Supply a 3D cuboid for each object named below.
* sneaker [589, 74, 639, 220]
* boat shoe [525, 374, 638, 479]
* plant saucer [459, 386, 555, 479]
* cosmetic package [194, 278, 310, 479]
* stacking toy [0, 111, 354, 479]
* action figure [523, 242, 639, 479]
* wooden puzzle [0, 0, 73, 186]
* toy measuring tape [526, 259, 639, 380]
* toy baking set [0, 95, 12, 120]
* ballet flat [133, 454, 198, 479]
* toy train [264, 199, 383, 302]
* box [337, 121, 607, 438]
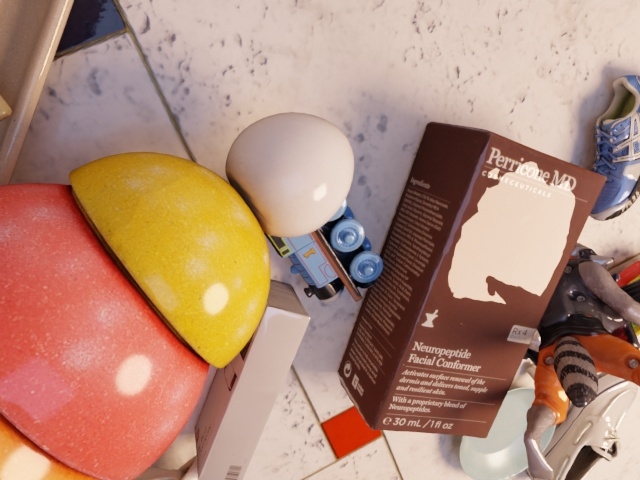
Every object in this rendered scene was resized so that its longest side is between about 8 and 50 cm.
[{"bbox_3d":[0.422,-0.132,0.667,0.081,0.080,0.211,17,93,-16],"label":"sneaker"},{"bbox_3d":[0.491,0.358,0.846,0.267,0.088,0.096,-45,115,1],"label":"boat shoe"},{"bbox_3d":[0.316,0.327,0.806,0.195,0.037,0.194,-6,111,-16],"label":"plant saucer"},{"bbox_3d":[-0.093,0.173,0.586,0.061,0.099,0.238,18,101,-20],"label":"cosmetic package"},{"bbox_3d":[-0.162,0.046,0.410,0.480,0.351,0.350,-34,115,-14],"label":"stacking toy"},{"bbox_3d":[0.370,0.099,0.597,0.179,0.330,0.341,36,125,-15],"label":"action figure"},{"bbox_3d":[-0.382,-0.234,0.367,0.348,0.080,0.322,23,100,-19],"label":"wooden puzzle"},{"bbox_3d":[0.481,0.123,0.748,0.330,0.121,0.121,-33,115,1],"label":"toy measuring tape"},{"bbox_3d":[-0.371,-0.141,0.338,0.197,0.030,0.256,-27,111,-4],"label":"toy baking set"},{"bbox_3d":[-0.312,0.367,0.575,0.401,0.139,0.139,-15,112,-11],"label":"ballet flat"},{"bbox_3d":[0.000,0.000,0.571,0.105,0.080,0.184,-31,117,4],"label":"toy train"},{"bbox_3d":[0.183,0.059,0.617,0.191,0.143,0.381,13,102,-21],"label":"box"}]
